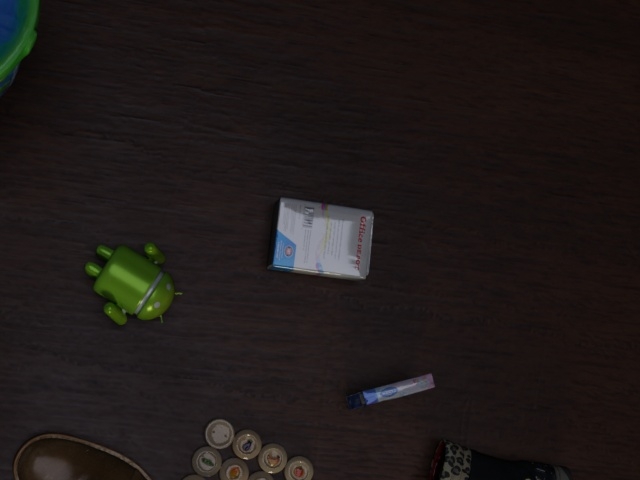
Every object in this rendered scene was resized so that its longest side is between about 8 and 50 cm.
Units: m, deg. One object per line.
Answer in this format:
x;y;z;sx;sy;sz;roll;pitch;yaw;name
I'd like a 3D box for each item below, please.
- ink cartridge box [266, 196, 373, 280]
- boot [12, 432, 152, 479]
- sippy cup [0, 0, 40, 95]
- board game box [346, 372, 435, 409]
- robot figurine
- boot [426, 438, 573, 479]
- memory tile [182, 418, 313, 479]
0.000;0.000;1.342;0.122;0.052;0.089;8;81;-10;ink cartridge box
-0.218;0.324;1.216;0.305;0.115;0.112;38;78;-4;boot
-0.429;-0.240;1.191;0.240;0.224;0.305;29;77;-7;sippy cup
0.085;0.187;1.314;0.090;0.090;0.020;-14;81;-14;board game box
-0.225;0.050;1.276;0.115;0.067;0.101;34;74;-7;robot figurine
0.206;0.374;1.320;0.178;0.085;0.236;18;72;-7;boot
-0.090;0.292;1.300;0.148;0.012;0.113;27;77;-7;memory tile
